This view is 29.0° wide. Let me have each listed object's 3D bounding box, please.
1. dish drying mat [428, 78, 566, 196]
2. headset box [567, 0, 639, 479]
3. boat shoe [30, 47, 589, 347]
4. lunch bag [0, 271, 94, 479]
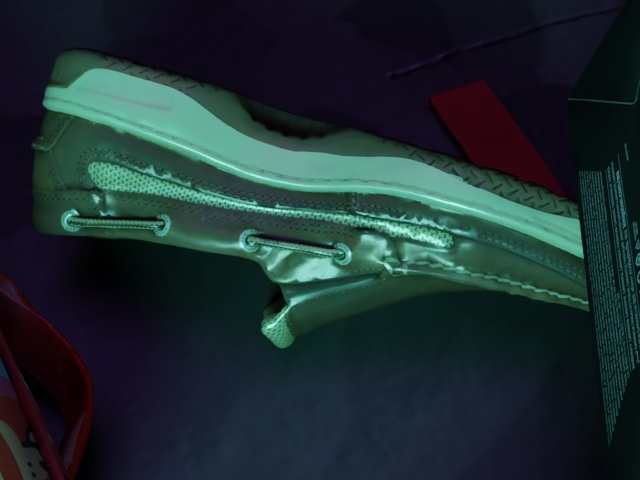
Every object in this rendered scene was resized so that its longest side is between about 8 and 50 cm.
[{"bbox_3d":[0.084,-0.045,0.590,0.032,0.008,0.083,-20,53,-13],"label":"dish drying mat"},{"bbox_3d":[0.249,0.022,0.432,0.293,0.110,0.218,11,52,-11],"label":"headset box"},{"bbox_3d":[0.001,0.000,0.524,0.258,0.095,0.095,17,90,7],"label":"boat shoe"},{"bbox_3d":[-0.204,0.056,0.421,0.258,0.120,0.293,0,45,-38],"label":"lunch bag"}]
